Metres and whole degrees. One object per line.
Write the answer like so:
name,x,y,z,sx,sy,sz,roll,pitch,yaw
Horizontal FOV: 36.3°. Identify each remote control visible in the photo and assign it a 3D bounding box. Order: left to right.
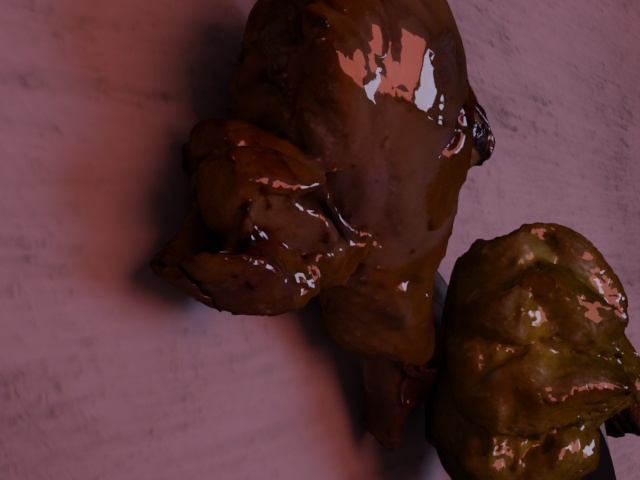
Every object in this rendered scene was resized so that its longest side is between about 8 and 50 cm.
remote control,0.100,0.081,0.940,0.053,0.017,0.124,48,45,-38

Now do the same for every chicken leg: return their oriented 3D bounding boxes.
chicken leg,0.000,0.000,0.722,0.295,0.182,0.410,-38,130,-43

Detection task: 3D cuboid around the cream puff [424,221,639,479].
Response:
cream puff,0.177,0.107,0.857,0.244,0.196,0.244,164,-90,-87

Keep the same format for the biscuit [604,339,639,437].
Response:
biscuit,0.349,0.159,1.248,0.252,0.070,0.106,47,47,-41

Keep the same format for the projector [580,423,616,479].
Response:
projector,0.256,0.297,1.064,0.259,0.079,0.257,-17,96,-56

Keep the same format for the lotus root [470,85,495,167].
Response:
lotus root,0.061,-0.147,0.877,0.258,0.097,0.110,42,41,-33
